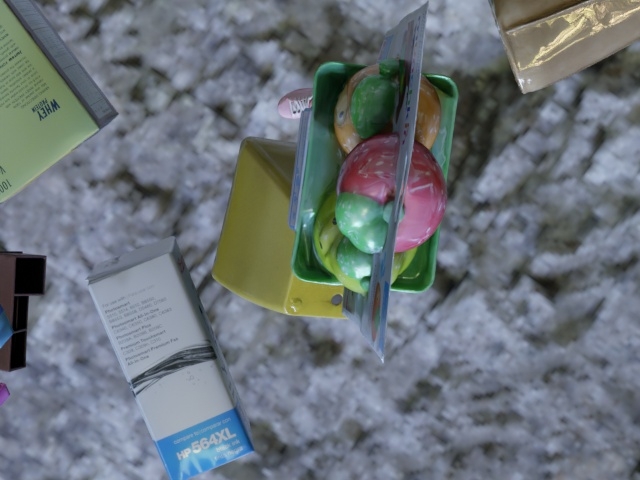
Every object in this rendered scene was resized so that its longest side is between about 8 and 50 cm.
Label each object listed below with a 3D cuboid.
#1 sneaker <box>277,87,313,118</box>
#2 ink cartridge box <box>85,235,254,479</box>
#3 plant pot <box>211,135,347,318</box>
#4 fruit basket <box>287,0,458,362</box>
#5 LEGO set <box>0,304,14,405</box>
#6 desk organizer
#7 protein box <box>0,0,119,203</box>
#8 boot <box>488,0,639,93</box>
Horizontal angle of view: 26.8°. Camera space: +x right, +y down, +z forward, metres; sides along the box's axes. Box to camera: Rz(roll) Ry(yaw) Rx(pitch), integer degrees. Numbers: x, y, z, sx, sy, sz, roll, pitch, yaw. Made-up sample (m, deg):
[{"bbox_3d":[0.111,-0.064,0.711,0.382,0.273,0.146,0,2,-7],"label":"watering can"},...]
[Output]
[{"bbox_3d":[-0.023,-0.240,2.350,0.134,0.051,0.070,-7,-169,23],"label":"sneaker"},{"bbox_3d":[-0.140,0.107,1.272,0.086,0.203,0.148,-21,-173,-3],"label":"ink cartridge box"},{"bbox_3d":[0.000,0.000,1.795,0.187,0.212,0.212,-134,-126,-59],"label":"plant pot"},{"bbox_3d":[0.050,-0.064,1.351,0.353,0.165,0.327,-73,171,-85],"label":"fruit basket"},{"bbox_3d":[-0.320,0.046,1.000,0.227,0.093,0.087,7,-138,27],"label":"LEGO set"},{"bbox_3d":[-0.334,0.078,1.469,0.050,0.047,0.130,4,-88,42],"label":"desk organizer"},{"bbox_3d":[-0.387,-0.165,1.609,0.200,0.201,0.136,-35,-171,8],"label":"protein box"},{"bbox_3d":[0.319,-0.323,1.544,0.269,0.236,0.089,-20,-174,10],"label":"boot"}]
